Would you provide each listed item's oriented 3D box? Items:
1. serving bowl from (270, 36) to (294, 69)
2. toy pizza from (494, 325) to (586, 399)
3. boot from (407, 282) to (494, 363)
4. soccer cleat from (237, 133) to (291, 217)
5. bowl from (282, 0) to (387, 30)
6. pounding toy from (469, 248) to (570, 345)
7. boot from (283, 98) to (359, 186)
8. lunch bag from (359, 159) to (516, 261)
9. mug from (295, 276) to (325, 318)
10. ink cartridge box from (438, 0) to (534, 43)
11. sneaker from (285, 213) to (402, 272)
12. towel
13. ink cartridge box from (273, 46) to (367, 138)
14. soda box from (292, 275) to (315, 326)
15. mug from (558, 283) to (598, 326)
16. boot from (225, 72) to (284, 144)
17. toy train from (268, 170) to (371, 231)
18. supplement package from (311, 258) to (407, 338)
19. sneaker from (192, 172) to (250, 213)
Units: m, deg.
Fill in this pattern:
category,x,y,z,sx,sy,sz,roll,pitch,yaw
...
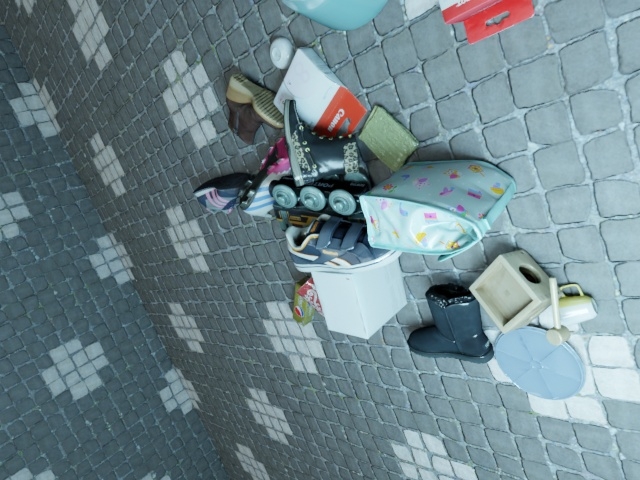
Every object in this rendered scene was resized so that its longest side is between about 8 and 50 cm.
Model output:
category,x,y,z,sx,sy,sz,roll,pitch,yaw
serving bowl,-0.110,-0.511,1.168,0.084,0.027,0.083,24,129,33
toy pizza,0.518,0.288,1.015,0.201,0.032,0.201,25,129,35
boot,0.311,0.204,1.106,0.247,0.094,0.207,-2,119,47
soccer cleat,-0.124,-0.198,1.326,0.331,0.143,0.115,-44,43,30
bowl,-0.002,-0.608,0.898,0.312,0.163,0.311,24,128,35
pounding toy,0.452,0.121,0.898,0.205,0.094,0.181,60,144,32
boot,-0.001,-0.267,1.125,0.085,0.179,0.236,79,-178,-81
lunch bag,0.257,-0.071,0.914,0.263,0.223,0.159,10,125,40
mug,0.026,0.181,1.383,0.169,0.113,0.150,47,135,2
ink cartridge box,0.276,-0.484,0.756,0.134,0.078,0.230,-8,108,47
sneaker,0.044,0.005,1.088,0.322,0.126,0.127,-8,123,32
towel,0.165,-0.250,1.049,0.148,0.027,0.110,47,137,15
ink cartridge box,-0.010,-0.360,1.140,0.232,0.066,0.189,54,139,12
soda box,-0.055,0.219,1.530,0.061,0.058,0.181,31,132,28
mug,0.533,0.137,0.889,0.064,0.062,0.078,-24,103,42
boot,-0.198,-0.372,1.321,0.248,0.090,0.206,44,149,15
toy train,0.010,-0.097,1.202,0.335,0.142,0.190,9,133,27
supplement package,0.113,0.131,1.196,0.149,0.203,0.194,2,114,45
sneaker,-0.337,-0.164,1.567,0.319,0.112,0.131,2,131,48
